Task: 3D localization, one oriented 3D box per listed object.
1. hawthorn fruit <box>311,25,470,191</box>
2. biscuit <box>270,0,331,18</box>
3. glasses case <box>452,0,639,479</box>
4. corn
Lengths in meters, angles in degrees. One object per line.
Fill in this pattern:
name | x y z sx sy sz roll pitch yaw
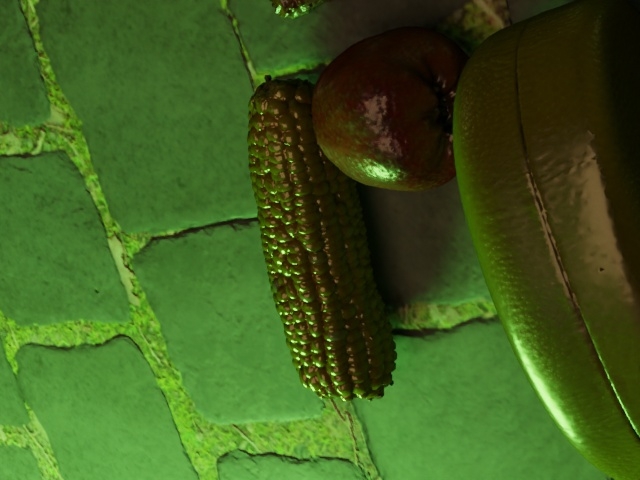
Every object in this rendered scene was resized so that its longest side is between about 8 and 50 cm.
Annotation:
hawthorn fruit | 0.060 -0.102 1.014 0.138 0.133 0.133 7 118 50
biscuit | 0.015 -0.261 1.023 0.206 0.025 0.126 -22 99 40
glasses case | 0.208 0.017 0.930 0.141 0.173 0.371 -16 103 36
corn | -0.004 0.000 1.128 0.102 0.102 0.313 0 111 35
